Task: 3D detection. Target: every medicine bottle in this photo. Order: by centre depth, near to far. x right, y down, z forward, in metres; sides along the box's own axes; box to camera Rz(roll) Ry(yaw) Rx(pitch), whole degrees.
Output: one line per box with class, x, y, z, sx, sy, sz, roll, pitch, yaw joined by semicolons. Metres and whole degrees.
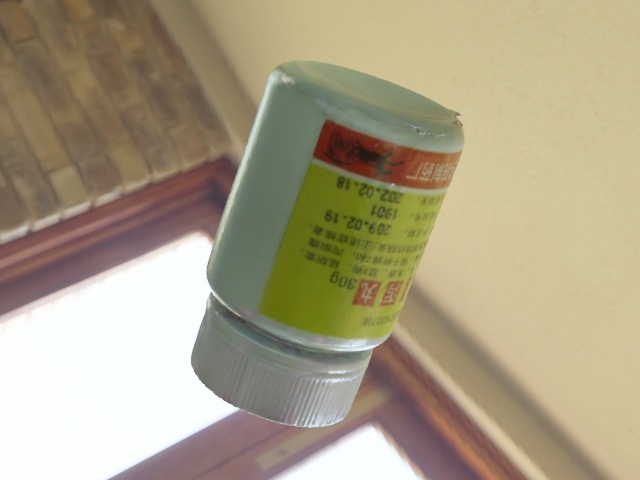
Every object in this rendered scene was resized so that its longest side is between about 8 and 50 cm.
medicine bottle;0.000;0.000;0.849;0.139;0.139;0.225;35;-67;39
